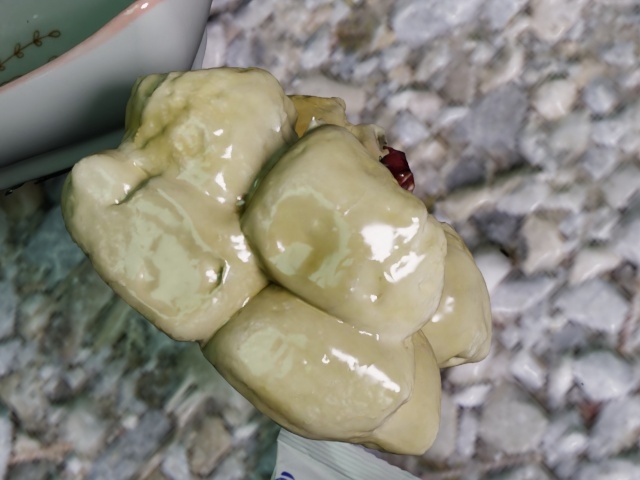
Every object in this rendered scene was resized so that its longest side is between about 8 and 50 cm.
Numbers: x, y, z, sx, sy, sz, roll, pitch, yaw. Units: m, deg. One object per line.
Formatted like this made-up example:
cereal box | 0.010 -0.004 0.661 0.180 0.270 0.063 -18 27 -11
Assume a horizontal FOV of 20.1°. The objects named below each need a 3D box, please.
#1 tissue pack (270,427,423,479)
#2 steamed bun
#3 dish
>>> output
tissue pack | -0.001 0.190 0.816 0.122 0.026 0.193 25 93 22
steamed bun | 0.000 0.000 0.755 0.192 0.177 0.106 46 106 20
dish | -0.139 -0.081 0.852 0.212 0.151 0.077 -18 120 18
